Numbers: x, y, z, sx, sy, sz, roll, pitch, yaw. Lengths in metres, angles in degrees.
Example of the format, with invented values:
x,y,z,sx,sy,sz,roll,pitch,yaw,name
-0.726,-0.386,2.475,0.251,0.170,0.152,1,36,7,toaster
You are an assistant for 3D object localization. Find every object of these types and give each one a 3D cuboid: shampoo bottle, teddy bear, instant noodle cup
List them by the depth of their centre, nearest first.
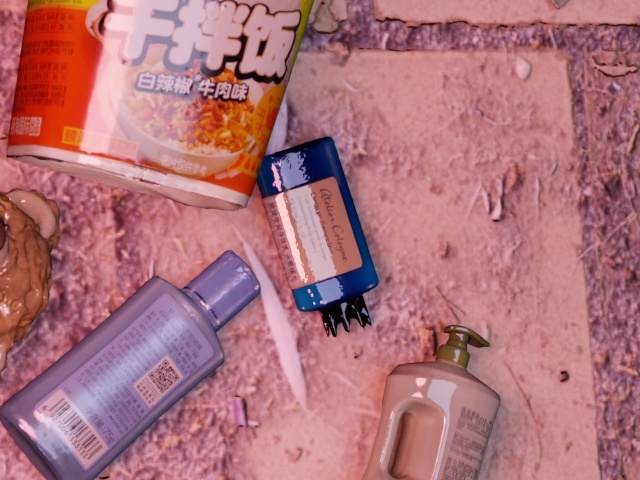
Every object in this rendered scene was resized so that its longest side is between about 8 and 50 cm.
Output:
x,y,z,sx,sy,sz,roll,pitch,yaw,name
-0.337,0.006,1.629,0.256,0.156,0.267,26,70,-21,teddy bear
-0.133,-0.195,1.694,0.294,0.294,0.308,13,87,-23,instant noodle cup
-0.158,0.107,1.750,0.258,0.061,0.104,-41,101,-22,shampoo bottle
0.000,0.000,1.837,0.087,0.050,0.183,-19,93,-28,shampoo bottle
0.101,0.191,1.846,0.118,0.087,0.234,22,76,-22,shampoo bottle

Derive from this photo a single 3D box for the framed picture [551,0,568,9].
x,y,z,sx,sy,sz,roll,pitch,yaw,name
0.232,-0.345,1.997,0.142,0.011,0.183,-42,103,-22,framed picture
